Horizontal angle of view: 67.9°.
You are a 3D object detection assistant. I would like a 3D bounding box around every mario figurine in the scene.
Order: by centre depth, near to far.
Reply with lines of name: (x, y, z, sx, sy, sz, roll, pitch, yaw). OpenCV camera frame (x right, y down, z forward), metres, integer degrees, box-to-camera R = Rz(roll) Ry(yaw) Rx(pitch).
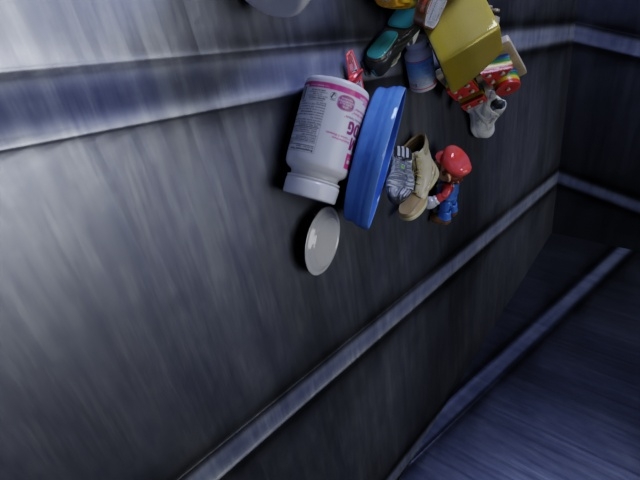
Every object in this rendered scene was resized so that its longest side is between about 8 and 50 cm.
mario figurine: (0.479, -0.230, 1.853, 0.198, 0.170, 0.320, -88, 176, -49)

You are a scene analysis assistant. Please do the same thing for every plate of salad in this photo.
plate of salad: (0.000, 0.000, 1.350, 0.200, 0.048, 0.199, -37, 134, -52)

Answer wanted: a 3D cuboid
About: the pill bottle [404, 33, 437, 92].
pill bottle: (0.313, -0.556, 1.494, 0.087, 0.087, 0.160, -51, 139, -27)

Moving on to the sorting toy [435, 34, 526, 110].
sorting toy: (0.581, -0.571, 1.687, 0.257, 0.256, 0.089, 13, 63, -53)

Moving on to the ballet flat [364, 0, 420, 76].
ballet flat: (0.221, -0.586, 1.371, 0.280, 0.095, 0.096, -51, 150, -11)

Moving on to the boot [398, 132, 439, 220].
boot: (0.322, -0.218, 1.637, 0.261, 0.095, 0.203, -58, 142, -22)

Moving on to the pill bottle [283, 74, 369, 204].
pill bottle: (0.008, -0.240, 1.165, 0.160, 0.160, 0.282, 10, 97, -54)

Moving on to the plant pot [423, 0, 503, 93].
plant pot: (0.433, -0.616, 1.442, 0.212, 0.187, 0.212, 21, 50, -63)

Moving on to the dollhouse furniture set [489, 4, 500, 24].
dollhouse furniture set: (0.589, -0.735, 1.718, 0.242, 0.161, 0.212, -18, 118, -48)

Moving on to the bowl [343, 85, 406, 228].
bowl: (0.146, -0.225, 1.292, 0.391, 0.077, 0.390, 16, 90, -82)

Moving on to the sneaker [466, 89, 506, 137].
sneaker: (0.688, -0.511, 1.949, 0.305, 0.152, 0.114, 37, 72, -54)

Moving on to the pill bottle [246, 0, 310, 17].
pill bottle: (-0.024, -0.634, 0.925, 0.361, 0.204, 0.204, -58, 141, -18)

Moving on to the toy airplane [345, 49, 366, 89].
toy airplane: (0.078, -0.430, 1.289, 0.151, 0.028, 0.151, -22, 120, -45)

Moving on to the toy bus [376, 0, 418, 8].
toy bus: (0.147, -0.693, 1.191, 0.212, 0.149, 0.220, -25, 127, -29)

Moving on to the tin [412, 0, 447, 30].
tin: (0.301, -0.631, 1.289, 0.190, 0.040, 0.106, -35, 147, -59)

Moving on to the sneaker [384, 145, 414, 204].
sneaker: (0.242, -0.179, 1.511, 0.132, 0.086, 0.228, 109, -4, -56)
